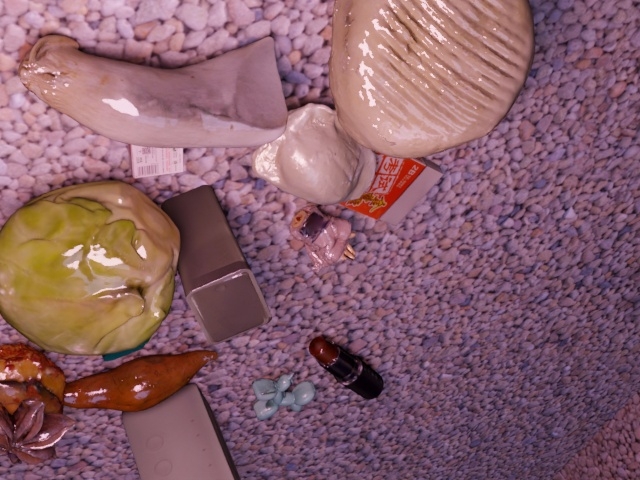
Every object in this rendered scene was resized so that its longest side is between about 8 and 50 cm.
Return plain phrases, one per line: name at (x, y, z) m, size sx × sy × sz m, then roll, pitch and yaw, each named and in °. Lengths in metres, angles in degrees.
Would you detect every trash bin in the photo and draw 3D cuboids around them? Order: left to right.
trash bin at (-0.195, 0.036, 1.536) m, size 0.122 × 0.240 × 0.164 m, roll -23°, pitch 140°, yaw -5°

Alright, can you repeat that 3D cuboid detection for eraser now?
eraser at (0.116, -0.121, 1.687) m, size 0.230 × 0.038 × 0.157 m, roll 20°, pitch 121°, yaw -39°

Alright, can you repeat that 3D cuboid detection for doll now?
doll at (-0.089, 0.381, 2.087) m, size 0.158 × 0.059 × 0.159 m, roll -17°, pitch 137°, yaw -10°

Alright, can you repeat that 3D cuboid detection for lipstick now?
lipstick at (0.061, 0.309, 2.074) m, size 0.081 × 0.081 × 0.299 m, roll -36°, pitch 139°, yaw 11°

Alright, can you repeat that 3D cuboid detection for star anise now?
star anise at (-0.560, 0.349, 1.563) m, size 0.212 × 0.073 × 0.197 m, roll 21°, pitch 125°, yaw -37°

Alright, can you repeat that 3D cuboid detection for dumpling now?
dumpling at (0.009, -0.155, 1.527) m, size 0.252 × 0.131 × 0.179 m, roll 16°, pitch 109°, yaw -29°

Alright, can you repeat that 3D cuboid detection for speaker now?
speaker at (-0.283, 0.521, 1.875) m, size 0.184 × 0.406 × 0.183 m, roll -26°, pitch 140°, yaw -6°

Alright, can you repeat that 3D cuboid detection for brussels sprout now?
brussels sprout at (-0.400, 0.046, 1.420) m, size 0.328 × 0.247 × 0.328 m, roll -5°, pitch 134°, yaw -5°

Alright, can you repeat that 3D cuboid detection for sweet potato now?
sweet potato at (-0.388, 0.309, 1.824) m, size 0.359 × 0.112 × 0.112 m, roll -18°, pitch 139°, yaw -14°

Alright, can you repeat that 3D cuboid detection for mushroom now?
mushroom at (-0.252, -0.224, 1.308) m, size 0.397 × 0.177 × 0.126 m, roll -5°, pitch 170°, yaw -26°

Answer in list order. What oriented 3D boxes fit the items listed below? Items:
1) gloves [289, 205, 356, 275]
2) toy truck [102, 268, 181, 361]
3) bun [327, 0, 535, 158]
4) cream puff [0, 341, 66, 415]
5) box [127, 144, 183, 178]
gloves at (0.002, -0.009, 1.706) m, size 0.110 × 0.094 × 0.144 m, roll -41°, pitch 120°, yaw -19°
toy truck at (-0.366, 0.123, 1.643) m, size 0.124 × 0.114 × 0.253 m, roll 4°, pitch 132°, yaw -48°
bun at (0.172, -0.308, 1.357) m, size 0.326 × 0.234 × 0.362 m, roll 11°, pitch 103°, yaw -5°
cream puff at (-0.609, 0.293, 1.654) m, size 0.240 × 0.164 × 0.240 m, roll -4°, pitch 140°, yaw -3°
box at (-0.278, -0.169, 1.430) m, size 0.089 × 0.043 × 0.125 m, roll -9°, pitch 136°, yaw -19°
